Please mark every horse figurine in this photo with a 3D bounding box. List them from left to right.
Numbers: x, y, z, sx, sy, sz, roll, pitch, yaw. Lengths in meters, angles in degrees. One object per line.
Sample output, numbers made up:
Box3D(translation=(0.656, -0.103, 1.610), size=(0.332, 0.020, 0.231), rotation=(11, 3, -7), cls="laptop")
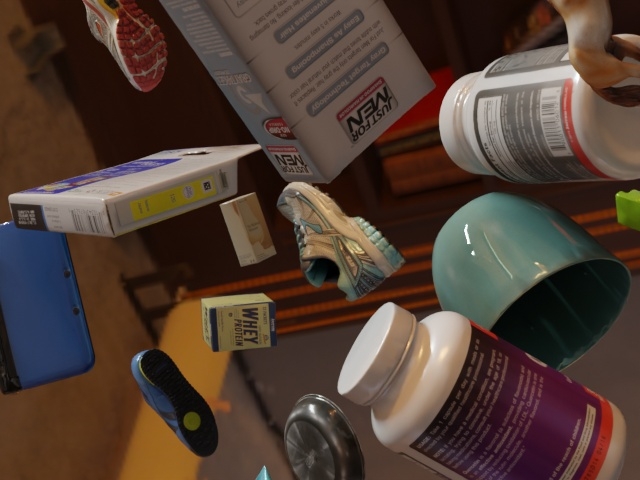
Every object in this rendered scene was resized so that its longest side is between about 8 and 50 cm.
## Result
Box3D(translation=(0.356, -0.267, 1.426), size=(0.263, 0.174, 0.066), rotation=(69, -154, -20), cls="horse figurine")

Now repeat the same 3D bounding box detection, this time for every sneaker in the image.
Box3D(translation=(-0.327, -0.350, 1.928), size=(0.088, 0.093, 0.225), rotation=(-22, -94, -35), cls="sneaker")
Box3D(translation=(-0.248, 0.276, 1.967), size=(0.069, 0.082, 0.209), rotation=(-36, -89, -34), cls="sneaker")
Box3D(translation=(0.000, 0.000, 1.810), size=(0.283, 0.122, 0.110), rotation=(33, 167, 49), cls="sneaker")

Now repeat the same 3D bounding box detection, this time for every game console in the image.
Box3D(translation=(-0.515, 0.116, 2.081), size=(0.250, 0.173, 0.293), rotation=(143, 114, -77), cls="game console")

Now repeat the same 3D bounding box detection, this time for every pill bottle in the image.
Box3D(translation=(0.190, 0.205, 1.386), size=(0.323, 0.181, 0.181), rotation=(31, -150, -9), cls="pill bottle")
Box3D(translation=(0.357, -0.193, 1.793), size=(0.363, 0.210, 0.210), rotation=(3, 111, 60), cls="pill bottle")

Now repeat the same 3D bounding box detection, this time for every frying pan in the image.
Box3D(translation=(0.025, 0.417, 1.958), size=(0.053, 0.197, 0.326), rotation=(-15, -101, -37), cls="frying pan")

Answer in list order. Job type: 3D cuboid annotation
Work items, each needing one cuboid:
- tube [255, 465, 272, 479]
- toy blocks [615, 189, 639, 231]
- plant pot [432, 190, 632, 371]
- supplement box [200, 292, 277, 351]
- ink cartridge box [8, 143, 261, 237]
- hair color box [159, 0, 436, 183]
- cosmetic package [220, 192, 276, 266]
Box3D(translation=(-0.065, 0.431, 1.740), size=(0.052, 0.080, 0.207), rotation=(26, -167, -33), cls="tube")
Box3D(translation=(0.616, -0.026, 1.491), size=(0.261, 0.381, 0.190), rotation=(-32, -55, -26), cls="toy blocks")
Box3D(translation=(0.321, 0.060, 1.917), size=(0.235, 0.293, 0.293), rotation=(56, 179, 38), cls="plant pot")
Box3D(translation=(-0.103, 0.102, 1.466), size=(0.083, 0.083, 0.056), rotation=(-157, 63, -74), cls="supplement box")
Box3D(translation=(-0.275, -0.080, 1.799), size=(0.307, 0.304, 0.072), rotation=(-19, -77, -38), cls="ink cartridge box")
Box3D(translation=(-0.053, -0.264, 1.283), size=(0.374, 0.185, 0.113), rotation=(55, 159, -20), cls="hair color box")
Box3D(translation=(-0.124, -0.019, 1.999), size=(0.060, 0.041, 0.115), rotation=(-28, -79, -53), cls="cosmetic package")
